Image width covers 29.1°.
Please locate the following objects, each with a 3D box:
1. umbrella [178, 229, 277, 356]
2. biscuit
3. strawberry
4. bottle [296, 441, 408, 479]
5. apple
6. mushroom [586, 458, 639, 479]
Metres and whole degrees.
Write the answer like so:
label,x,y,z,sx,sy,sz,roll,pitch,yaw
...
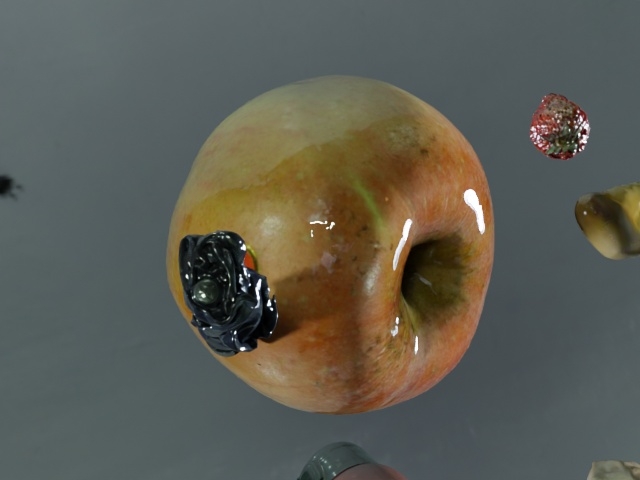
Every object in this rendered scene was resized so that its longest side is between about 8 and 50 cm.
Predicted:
label,x,y,z,sx,sy,sz,roll,pitch,yaw
umbrella,-0.073,0.058,1.004,0.071,0.080,0.224,-8,163,-6
biscuit,0.308,-0.024,1.061,0.164,0.208,0.047,48,138,-4
strawberry,0.326,-0.160,1.685,0.083,0.096,0.083,6,136,6
bottle,0.083,0.362,1.457,0.144,0.336,0.143,-11,117,-23
apple,0.000,0.000,1.247,0.338,0.305,0.338,-24,122,-44
mushroom,0.200,0.304,0.876,0.298,0.297,0.290,19,117,-34
